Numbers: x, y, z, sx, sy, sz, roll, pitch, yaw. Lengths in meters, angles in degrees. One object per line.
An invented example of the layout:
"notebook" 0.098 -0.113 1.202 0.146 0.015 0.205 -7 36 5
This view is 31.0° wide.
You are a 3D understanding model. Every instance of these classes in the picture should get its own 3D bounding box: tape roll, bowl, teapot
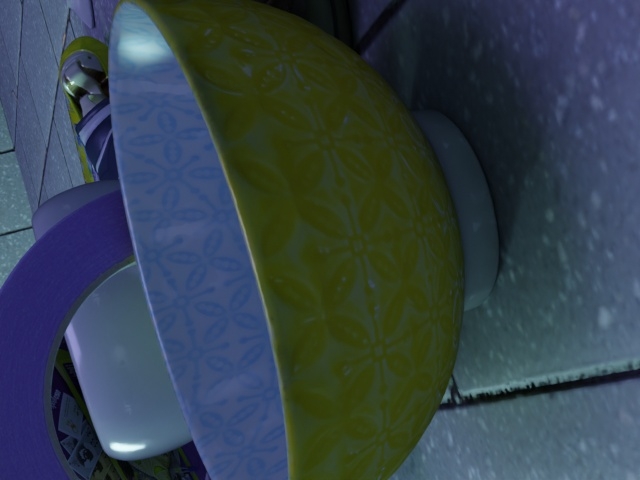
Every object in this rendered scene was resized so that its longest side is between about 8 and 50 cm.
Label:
"tape roll" -0.092 0.099 0.776 0.090 0.275 0.275 164 91 -71
"bowl" 0.000 0.000 0.617 0.289 0.156 0.289 165 90 -72
"teapot" -0.124 0.056 0.980 0.256 0.187 0.252 -145 39 -70

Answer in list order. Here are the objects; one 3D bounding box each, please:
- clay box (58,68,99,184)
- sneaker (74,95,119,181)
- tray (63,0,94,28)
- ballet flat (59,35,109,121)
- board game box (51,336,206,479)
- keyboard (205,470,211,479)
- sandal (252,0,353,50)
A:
"clay box" -0.300 -0.127 1.572 0.127 0.053 0.222 -153 49 -66
"sneaker" -0.223 -0.040 1.312 0.153 0.099 0.282 59 144 33
"tray" -0.341 -0.422 1.503 0.145 0.030 0.270 -127 28 -47
"ballet flat" -0.273 -0.174 1.405 0.077 0.077 0.231 28 -150 -60
"board game box" -0.194 0.154 1.121 0.208 0.056 0.347 39 -161 -17
"keyboard" -0.064 0.360 1.134 0.317 0.033 0.201 69 -165 18
"sandal" -0.038 -0.175 0.704 0.120 0.086 0.303 -123 25 -44
